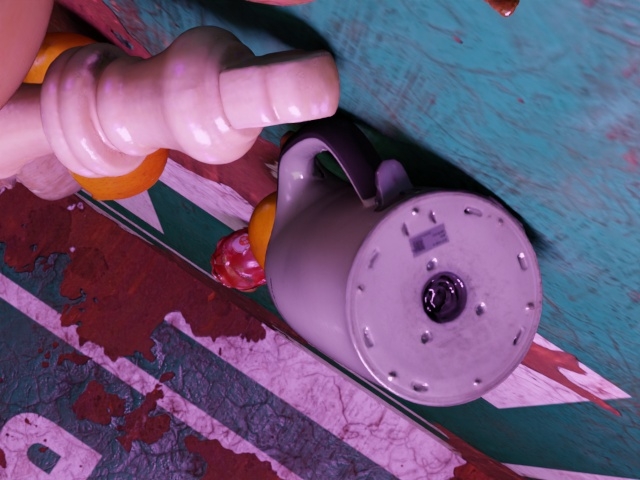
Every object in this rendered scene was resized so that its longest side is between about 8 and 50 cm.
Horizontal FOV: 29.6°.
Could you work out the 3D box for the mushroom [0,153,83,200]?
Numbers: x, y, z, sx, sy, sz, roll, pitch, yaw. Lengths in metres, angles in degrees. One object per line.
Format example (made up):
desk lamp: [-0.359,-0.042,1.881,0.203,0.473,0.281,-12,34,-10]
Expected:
mushroom: [-0.400,-0.127,1.664,0.189,0.195,0.253,33,174,-14]

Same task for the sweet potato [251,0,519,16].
sweet potato: [0.016,-0.144,0.627,0.214,0.050,0.050,15,159,47]

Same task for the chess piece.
chess piece: [-0.165,-0.102,0.923,0.397,0.117,0.117,-4,150,30]

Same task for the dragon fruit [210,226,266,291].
dragon fruit: [-0.079,0.025,1.723,0.190,0.094,0.094,-1,150,36]

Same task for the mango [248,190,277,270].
mango: [-0.003,0.006,1.258,0.141,0.102,0.217,23,169,24]

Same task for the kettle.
kettle: [0.045,0.006,1.010,0.240,0.165,0.255,67,166,-13]

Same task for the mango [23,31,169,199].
mango: [-0.240,-0.138,1.288,0.154,0.126,0.252,42,168,25]

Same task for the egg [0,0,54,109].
egg: [-0.323,-0.186,0.787,0.301,0.301,0.374,40,163,-30]
